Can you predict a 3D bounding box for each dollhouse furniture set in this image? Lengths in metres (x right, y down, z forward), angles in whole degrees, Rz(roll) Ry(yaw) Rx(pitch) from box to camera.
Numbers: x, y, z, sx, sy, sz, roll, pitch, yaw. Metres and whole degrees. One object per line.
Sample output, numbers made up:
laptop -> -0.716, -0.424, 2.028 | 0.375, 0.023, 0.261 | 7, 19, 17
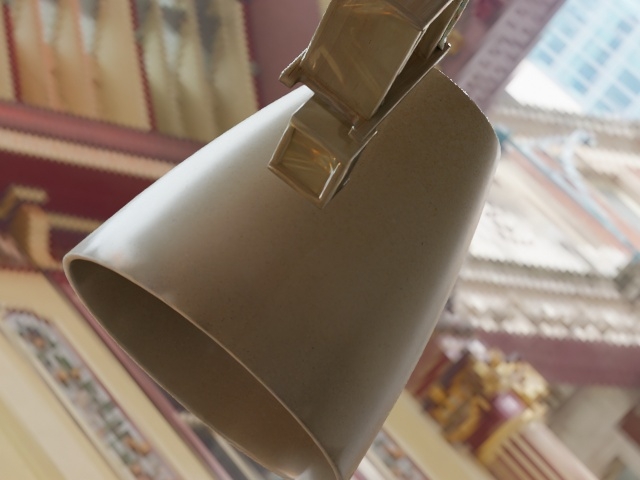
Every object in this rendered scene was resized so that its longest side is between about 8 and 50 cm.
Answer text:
dollhouse furniture set -> -0.007, -0.141, 1.012 | 0.101, 0.161, 0.182 | -47, -7, -34

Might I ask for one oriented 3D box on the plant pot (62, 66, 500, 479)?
plant pot -> 0.000, 0.000, 1.335 | 0.274, 0.256, 0.256 | -49, -30, -18
